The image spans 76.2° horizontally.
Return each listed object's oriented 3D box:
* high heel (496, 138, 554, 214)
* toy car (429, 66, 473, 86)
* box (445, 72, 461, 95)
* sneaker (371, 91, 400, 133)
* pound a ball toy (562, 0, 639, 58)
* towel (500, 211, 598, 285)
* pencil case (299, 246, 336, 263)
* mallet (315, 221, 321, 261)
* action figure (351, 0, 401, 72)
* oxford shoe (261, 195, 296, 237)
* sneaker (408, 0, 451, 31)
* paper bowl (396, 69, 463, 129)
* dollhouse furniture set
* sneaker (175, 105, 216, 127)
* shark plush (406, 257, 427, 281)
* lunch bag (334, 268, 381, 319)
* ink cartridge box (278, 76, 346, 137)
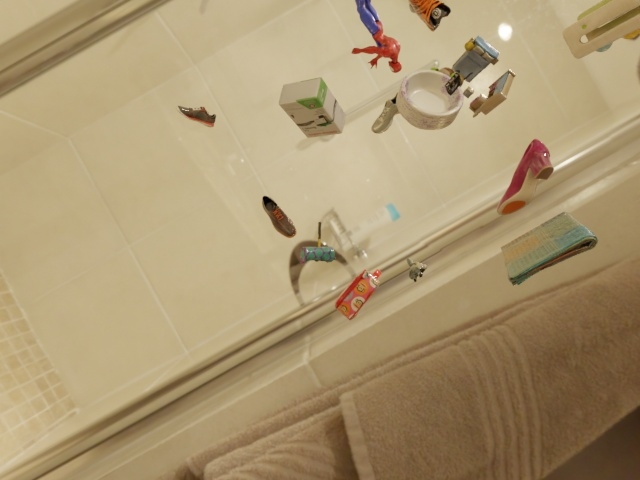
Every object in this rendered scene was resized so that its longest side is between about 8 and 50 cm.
[{"bbox_3d":[0.595,-0.182,1.222,0.244,0.082,0.117,100,-9,-56],"label":"high heel"},{"bbox_3d":[0.646,-0.789,1.984,0.155,0.188,0.149,39,-26,40],"label":"toy car"},{"bbox_3d":[0.554,-0.652,1.703,0.018,0.067,0.083,47,13,23],"label":"box"},{"bbox_3d":[0.369,-0.713,2.253,0.099,0.262,0.121,47,7,31],"label":"sneaker"},{"bbox_3d":[0.922,-0.680,1.185,0.136,0.208,0.319,52,-24,-12],"label":"pound a ball toy"},{"bbox_3d":[0.753,0.018,1.386,0.040,0.271,0.370,55,24,-2],"label":"towel"},{"bbox_3d":[-0.012,0.061,1.709,0.064,0.151,0.070,28,-68,56],"label":"pencil case"},{"bbox_3d":[0.000,0.000,1.855,0.062,0.039,0.190,-24,-124,55],"label":"mallet"},{"bbox_3d":[0.120,-0.571,1.121,0.139,0.091,0.281,-20,-69,48],"label":"action figure"},{"bbox_3d":[-0.226,-0.124,2.143,0.271,0.096,0.098,48,-8,18],"label":"oxford shoe"},{"bbox_3d":[0.390,-0.894,1.498,0.180,0.124,0.321,55,26,18],"label":"sneaker"},{"bbox_3d":[0.479,-0.613,1.832,0.285,0.283,0.148,61,-19,21],"label":"paper bowl"},{"bbox_3d":[0.752,-0.790,2.036,0.303,0.198,0.286,36,-29,-9],"label":"dollhouse furniture set"},{"bbox_3d":[-0.477,-0.496,1.578,0.157,0.065,0.061,14,28,-39],"label":"sneaker"},{"bbox_3d":[0.333,0.111,1.377,0.073,0.067,0.161,19,4,-9],"label":"shark plush"},{"bbox_3d":[0.185,0.232,1.872,0.120,0.258,0.293,41,-1,9],"label":"lunch bag"},{"bbox_3d":[-0.024,-0.476,1.488,0.219,0.160,0.093,37,59,-55],"label":"ink cartridge box"}]
